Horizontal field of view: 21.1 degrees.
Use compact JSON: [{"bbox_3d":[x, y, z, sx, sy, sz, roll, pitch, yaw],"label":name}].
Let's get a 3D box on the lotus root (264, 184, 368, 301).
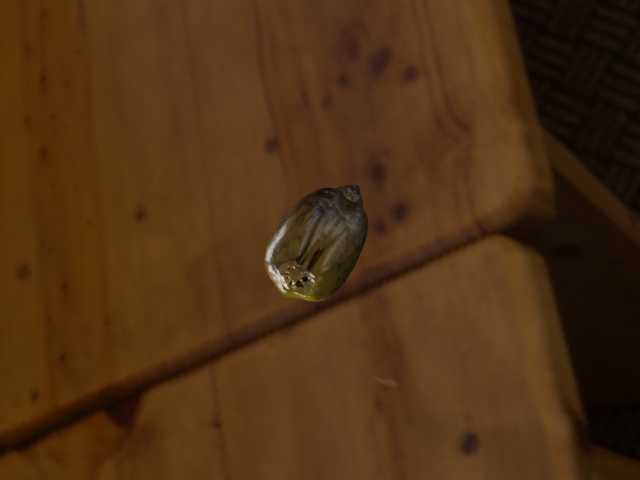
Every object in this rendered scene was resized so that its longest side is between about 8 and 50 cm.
[{"bbox_3d":[0.000,0.000,1.058,0.049,0.054,0.099,-54,1,44],"label":"lotus root"}]
